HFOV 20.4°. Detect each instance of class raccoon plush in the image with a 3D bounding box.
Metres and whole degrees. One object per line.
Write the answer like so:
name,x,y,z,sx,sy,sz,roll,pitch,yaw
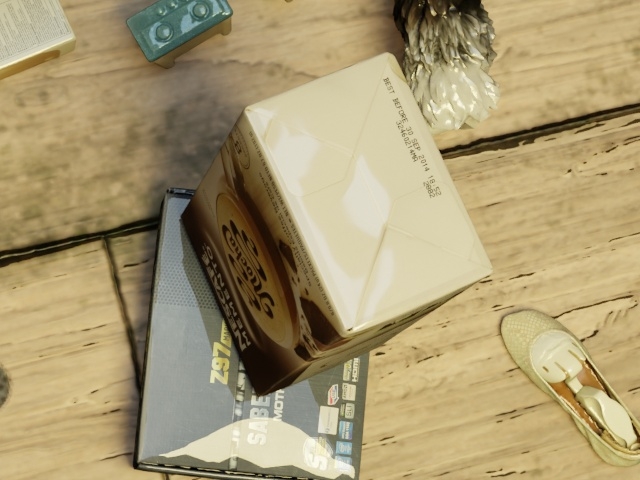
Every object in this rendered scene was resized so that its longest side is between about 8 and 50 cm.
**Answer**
raccoon plush,0.033,-0.331,1.397,0.299,0.216,0.446,10,63,-41

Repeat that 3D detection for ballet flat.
ballet flat,0.222,0.121,1.509,0.057,0.052,0.168,-42,89,-14

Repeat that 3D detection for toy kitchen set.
toy kitchen set,-0.119,-0.275,1.467,0.166,0.122,0.207,-30,83,1

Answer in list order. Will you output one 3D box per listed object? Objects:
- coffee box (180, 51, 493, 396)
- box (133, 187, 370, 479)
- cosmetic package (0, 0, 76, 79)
coffee box,0.000,0.000,1.302,0.119,0.297,0.168,-22,82,-17
box,-0.052,0.083,1.461,0.183,0.059,0.232,7,78,-8
cosmetic package,-0.267,-0.167,1.475,0.115,0.041,0.060,-23,85,-13
